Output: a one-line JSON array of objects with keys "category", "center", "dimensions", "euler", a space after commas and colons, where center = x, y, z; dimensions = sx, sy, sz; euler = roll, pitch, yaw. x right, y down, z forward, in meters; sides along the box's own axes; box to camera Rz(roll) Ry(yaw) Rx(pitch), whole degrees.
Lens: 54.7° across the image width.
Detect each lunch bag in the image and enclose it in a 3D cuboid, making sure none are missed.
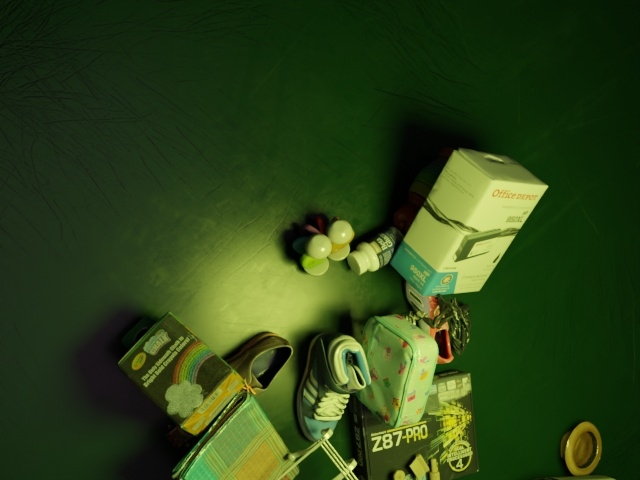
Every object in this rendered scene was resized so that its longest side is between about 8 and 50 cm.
[{"category": "lunch bag", "center": [0.191, 0.352, 1.676], "dimensions": [0.107, 0.224, 0.279], "euler": [-3, 113, -37]}]

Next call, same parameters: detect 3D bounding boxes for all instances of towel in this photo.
[{"category": "towel", "center": [-0.197, 0.595, 1.594], "dimensions": [0.271, 0.040, 0.370], "euler": [-48, 131, -29]}]

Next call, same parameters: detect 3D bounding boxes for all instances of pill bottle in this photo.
[{"category": "pill bottle", "center": [0.166, 0.034, 1.834], "dimensions": [0.169, 0.094, 0.094], "euler": [-28, 101, -23]}]

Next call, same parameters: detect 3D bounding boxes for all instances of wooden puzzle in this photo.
[{"category": "wooden puzzle", "center": [-0.374, 0.515, 1.628], "dimensions": [0.049, 0.006, 0.083], "euler": [-36, 104, -21]}]

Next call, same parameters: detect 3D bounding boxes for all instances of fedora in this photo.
[{"category": "fedora", "center": [0.905, 0.729, 2.178], "dimensions": [0.194, 0.079, 0.194], "euler": [3, 85, -29]}]

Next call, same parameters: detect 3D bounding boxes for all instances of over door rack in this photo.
[{"category": "over door rack", "center": [-0.031, 0.691, 1.631], "dimensions": [0.324, 0.108, 0.239], "euler": [-38, 88, -25]}]

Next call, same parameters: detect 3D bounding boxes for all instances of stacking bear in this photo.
[{"category": "stacking bear", "center": [0.340, -0.128, 1.889], "dimensions": [0.164, 0.175, 0.289], "euler": [41, 82, 5]}]

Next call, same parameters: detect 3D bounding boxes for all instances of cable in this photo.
[{"category": "cable", "center": [0.434, 0.284, 1.945], "dimensions": [0.184, 0.047, 0.151], "euler": [-24, 117, -63]}]

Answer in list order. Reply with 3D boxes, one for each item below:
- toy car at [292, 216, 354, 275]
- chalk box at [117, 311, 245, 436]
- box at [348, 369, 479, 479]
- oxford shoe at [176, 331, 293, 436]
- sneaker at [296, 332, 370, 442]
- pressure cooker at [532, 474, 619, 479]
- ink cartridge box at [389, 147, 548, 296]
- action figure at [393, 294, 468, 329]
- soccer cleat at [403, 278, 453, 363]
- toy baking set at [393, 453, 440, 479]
[{"category": "toy car", "center": [0.000, 0.000, 1.747], "dimensions": [0.182, 0.159, 0.136], "euler": [-35, 69, -21]}, {"category": "chalk box", "center": [-0.357, 0.309, 1.517], "dimensions": [0.289, 0.179, 0.180], "euler": [38, 73, 18]}, {"category": "box", "center": [0.289, 0.586, 1.886], "dimensions": [0.394, 0.097, 0.318], "euler": [-5, 89, -24]}, {"category": "oxford shoe", "center": [-0.225, 0.378, 1.629], "dimensions": [0.363, 0.132, 0.130], "euler": [-43, 107, -19]}, {"category": "sneaker", "center": [0.040, 0.416, 1.694], "dimensions": [0.130, 0.236, 0.323], "euler": [8, 86, -24]}, {"category": "pressure cooker", "center": [0.798, 0.946, 1.971], "dimensions": [0.420, 0.375, 0.370], "euler": [9, 79, -27]}, {"category": "ink cartridge box", "center": [0.422, -0.045, 1.774], "dimensions": [0.285, 0.166, 0.395], "euler": [-1, 127, -41]}, {"category": "action figure", "center": [0.279, 0.262, 1.794], "dimensions": [0.164, 0.275, 0.141], "euler": [27, 41, -57]}, {"category": "soccer cleat", "center": [0.340, 0.223, 1.901], "dimensions": [0.108, 0.116, 0.318], "euler": [-13, 95, -24]}, {"category": "toy baking set", "center": [0.273, 0.756, 1.803], "dimensions": [0.196, 0.030, 0.256], "euler": [-11, 95, -27]}]
